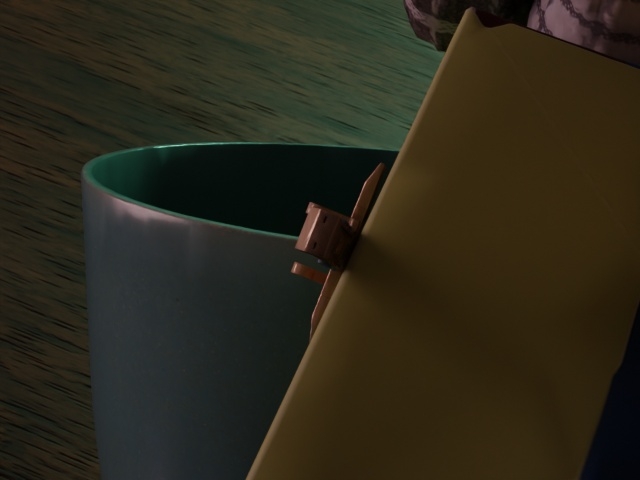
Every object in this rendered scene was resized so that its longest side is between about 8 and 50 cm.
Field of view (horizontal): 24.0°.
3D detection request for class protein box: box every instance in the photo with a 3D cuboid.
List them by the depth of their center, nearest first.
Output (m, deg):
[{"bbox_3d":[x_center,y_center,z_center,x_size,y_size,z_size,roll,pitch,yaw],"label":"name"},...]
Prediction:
[{"bbox_3d":[0.055,0.088,0.418,0.201,0.136,0.200,102,-169,-53],"label":"protein box"}]

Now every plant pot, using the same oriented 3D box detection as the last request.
[{"bbox_3d":[0.027,0.090,0.712,0.293,0.293,0.235,-39,-45,-75],"label":"plant pot"}]

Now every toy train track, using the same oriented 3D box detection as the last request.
[{"bbox_3d":[0.000,0.000,0.358,0.083,0.014,0.048,41,-110,-84],"label":"toy train track"}]

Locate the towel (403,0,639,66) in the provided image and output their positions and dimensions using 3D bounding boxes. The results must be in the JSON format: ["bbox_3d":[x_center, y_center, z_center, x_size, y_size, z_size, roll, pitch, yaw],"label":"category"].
[{"bbox_3d":[0.139,-0.195,0.426,0.283,0.121,0.235,-46,-19,-27],"label":"towel"}]
